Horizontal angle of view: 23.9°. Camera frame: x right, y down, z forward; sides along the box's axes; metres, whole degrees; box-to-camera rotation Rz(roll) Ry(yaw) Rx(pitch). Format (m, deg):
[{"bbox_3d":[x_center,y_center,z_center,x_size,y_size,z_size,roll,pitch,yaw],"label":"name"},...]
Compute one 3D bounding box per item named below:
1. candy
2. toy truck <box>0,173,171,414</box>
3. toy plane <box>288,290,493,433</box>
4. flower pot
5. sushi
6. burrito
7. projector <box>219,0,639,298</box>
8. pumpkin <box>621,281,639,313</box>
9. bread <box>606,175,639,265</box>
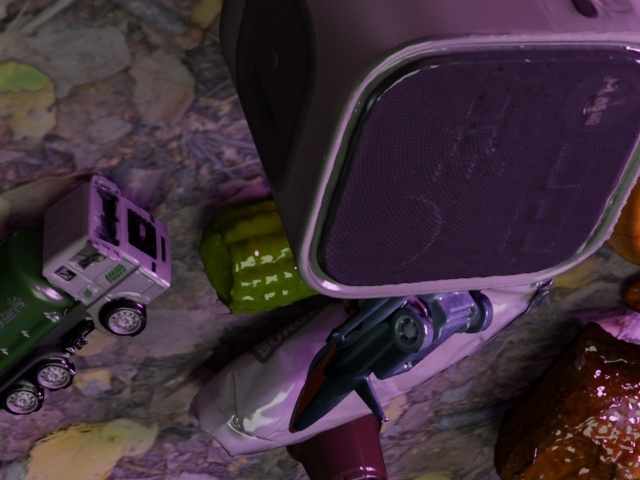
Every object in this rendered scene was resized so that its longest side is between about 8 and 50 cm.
[{"bbox_3d":[0.000,0.000,1.341,0.210,0.096,0.096,-16,140,-16],"label":"candy"},{"bbox_3d":[-0.244,0.053,1.296,0.242,0.101,0.125,-37,125,22],"label":"toy truck"},{"bbox_3d":[0.062,0.081,1.321,0.223,0.104,0.326,-11,141,-48],"label":"toy plane"},{"bbox_3d":[0.025,0.238,1.614,0.111,0.089,0.111,-11,139,-10],"label":"flower pot"},{"bbox_3d":[0.300,0.200,1.643,0.179,0.167,0.296,26,119,-13],"label":"sushi"},{"bbox_3d":[0.079,0.079,1.451,0.445,0.101,0.139,-33,136,14],"label":"burrito"},{"bbox_3d":[0.081,-0.130,1.105,0.249,0.249,0.248,-3,138,-19],"label":"projector"},{"bbox_3d":[0.399,0.038,1.439,0.095,0.290,0.258,2,121,-13],"label":"pumpkin"},{"bbox_3d":[0.351,-0.163,1.229,0.337,0.148,0.328,-29,145,-9],"label":"bread"}]
